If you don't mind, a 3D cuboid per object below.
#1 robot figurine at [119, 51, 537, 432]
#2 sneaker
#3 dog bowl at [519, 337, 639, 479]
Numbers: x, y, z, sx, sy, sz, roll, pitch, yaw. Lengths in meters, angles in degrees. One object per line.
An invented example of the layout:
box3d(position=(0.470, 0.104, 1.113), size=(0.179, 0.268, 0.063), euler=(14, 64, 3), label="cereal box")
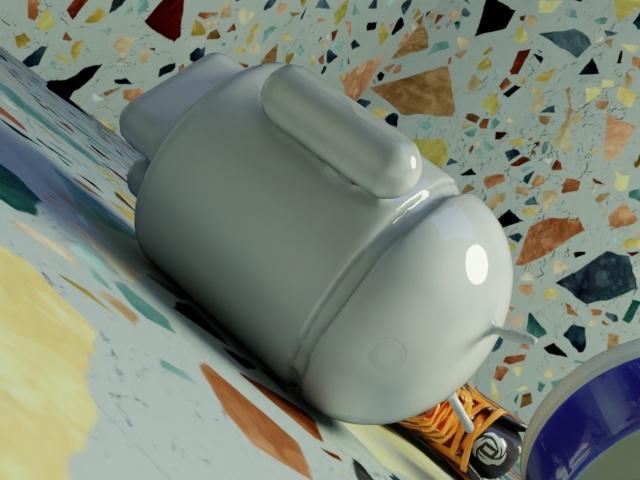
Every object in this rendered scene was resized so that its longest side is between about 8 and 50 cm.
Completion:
box3d(position=(0.000, 0.000, 0.649), size=(0.353, 0.200, 0.300), euler=(40, -26, 18), label="robot figurine")
box3d(position=(0.136, 0.169, 0.880), size=(0.180, 0.124, 0.321), euler=(38, -2, 18), label="sneaker")
box3d(position=(0.317, 0.217, 0.735), size=(0.265, 0.265, 0.104), euler=(40, 20, -17), label="dog bowl")
